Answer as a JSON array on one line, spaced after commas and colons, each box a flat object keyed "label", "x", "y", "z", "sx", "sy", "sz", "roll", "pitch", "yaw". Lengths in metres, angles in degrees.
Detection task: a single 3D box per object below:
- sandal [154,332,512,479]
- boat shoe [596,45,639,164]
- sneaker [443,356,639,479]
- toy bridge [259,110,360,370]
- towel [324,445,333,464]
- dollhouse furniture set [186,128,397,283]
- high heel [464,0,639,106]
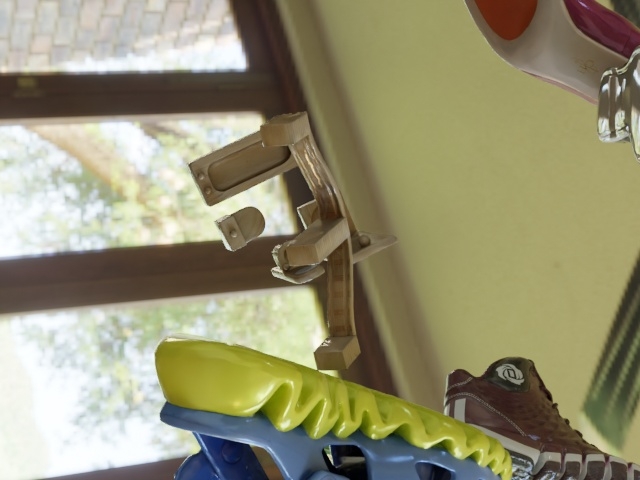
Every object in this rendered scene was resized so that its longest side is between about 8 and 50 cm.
[{"label": "sandal", "x": 0.005, "y": 0.158, "z": 0.786, "sx": 0.126, "sy": 0.317, "sz": 0.138, "roll": 7, "pitch": -101, "yaw": 50}, {"label": "boat shoe", "x": 0.335, "y": -0.128, "z": 1.123, "sx": 0.335, "sy": 0.096, "sz": 0.112, "roll": -69, "pitch": 159, "yaw": -81}, {"label": "sneaker", "x": 0.241, "y": 0.192, "z": 1.163, "sx": 0.106, "sy": 0.281, "sz": 0.162, "roll": -52, "pitch": -157, "yaw": 36}, {"label": "toy bridge", "x": 0.000, "y": 0.000, "z": 0.838, "sx": 0.026, "sy": 0.063, "sz": 0.188, "roll": -5, "pitch": -71, "yaw": 25}, {"label": "towel", "x": 0.114, "y": 0.374, "z": 1.635, "sx": 0.038, "sy": 0.325, "sz": 0.247, "roll": -68, "pitch": 164, "yaw": -48}, {"label": "dollhouse furniture set", "x": -0.032, "y": -0.039, "z": 1.208, "sx": 0.151, "sy": 0.144, "sz": 0.123, "roll": 66, "pitch": -14, "yaw": -10}, {"label": "high heel", "x": 0.335, "y": -0.247, "z": 1.492, "sx": 0.377, "sy": 0.181, "sz": 0.127, "roll": 50, "pitch": -55, "yaw": 19}]
